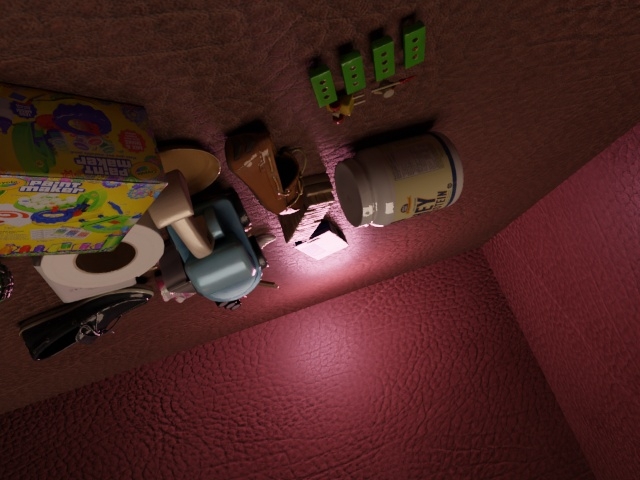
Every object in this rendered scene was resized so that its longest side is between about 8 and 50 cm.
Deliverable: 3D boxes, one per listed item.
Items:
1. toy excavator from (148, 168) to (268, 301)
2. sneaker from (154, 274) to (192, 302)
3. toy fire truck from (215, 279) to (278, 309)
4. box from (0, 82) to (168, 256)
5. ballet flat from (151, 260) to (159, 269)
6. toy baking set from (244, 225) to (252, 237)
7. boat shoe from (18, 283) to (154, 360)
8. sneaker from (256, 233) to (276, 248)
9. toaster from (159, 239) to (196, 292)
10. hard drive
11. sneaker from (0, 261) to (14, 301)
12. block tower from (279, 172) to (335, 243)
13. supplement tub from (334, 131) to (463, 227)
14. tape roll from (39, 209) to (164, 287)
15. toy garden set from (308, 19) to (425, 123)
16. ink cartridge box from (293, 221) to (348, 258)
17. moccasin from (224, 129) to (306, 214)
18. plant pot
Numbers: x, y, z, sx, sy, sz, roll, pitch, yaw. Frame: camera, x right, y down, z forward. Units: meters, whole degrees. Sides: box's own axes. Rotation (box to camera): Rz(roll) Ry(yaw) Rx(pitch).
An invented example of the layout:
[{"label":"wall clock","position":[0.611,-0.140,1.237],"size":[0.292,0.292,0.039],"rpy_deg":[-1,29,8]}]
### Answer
[{"label":"toy excavator","position":[-0.280,0.001,1.201],"size":[0.222,0.433,0.445],"rpy_deg":[-23,-157,-5]},{"label":"sneaker","position":[-0.538,0.166,1.814],"size":[0.111,0.103,0.252],"rpy_deg":[-26,170,2]},{"label":"toy fire truck","position":[-0.336,0.202,2.101],"size":[0.246,0.158,0.217],"rpy_deg":[-34,162,2]},{"label":"box","position":[-0.485,-0.109,0.865],"size":[0.290,0.177,0.279],"rpy_deg":[-2,155,-46]},{"label":"ballet flat","position":[-0.550,0.054,1.498],"size":[0.084,0.058,0.250],"rpy_deg":[-15,162,-18]},{"label":"toy baking set","position":[-0.281,0.033,1.592],"size":[0.256,0.030,0.196],"rpy_deg":[-38,148,-73]},{"label":"boat shoe","position":[-0.832,0.292,1.733],"size":[0.500,0.156,0.187],"rpy_deg":[-22,162,-2]},{"label":"sneaker","position":[-0.234,0.021,1.778],"size":[0.152,0.061,0.053],"rpy_deg":[-19,161,-11]},{"label":"toaster","position":[-0.421,0.078,1.539],"size":[0.110,0.168,0.186],"rpy_deg":[-27,163,23]},{"label":"hard drive","position":[-0.699,0.093,1.458],"size":[0.233,0.047,0.353],"rpy_deg":[-15,163,-21]},{"label":"sneaker","position":[-0.913,0.098,1.115],"size":[0.344,0.134,0.146],"rpy_deg":[8,154,-43]},{"label":"block tower","position":[-0.052,-0.094,1.590],"size":[0.097,0.091,0.335],"rpy_deg":[-14,161,-22]},{"label":"supplement tub","position":[0.228,-0.176,1.422],"size":[0.325,0.235,0.235],"rpy_deg":[-17,163,-15]},{"label":"tape roll","position":[-0.545,0.006,1.201],"size":[0.286,0.100,0.286],"rpy_deg":[-21,153,-11]},{"label":"toy garden set","position":[0.101,-0.359,1.034],"size":[0.244,0.049,0.204],"rpy_deg":[-23,161,3]},{"label":"ink cartridge box","position":[0.000,0.000,1.994],"size":[0.165,0.065,0.333],"rpy_deg":[-24,164,10]},{"label":"moccasin","position":[-0.107,-0.171,1.235],"size":[0.147,0.139,0.380],"rpy_deg":[-15,155,10]},{"label":"plant pot","position":[-0.354,-0.158,1.124],"size":[0.236,0.032,0.236],"rpy_deg":[-19,162,-6]}]
